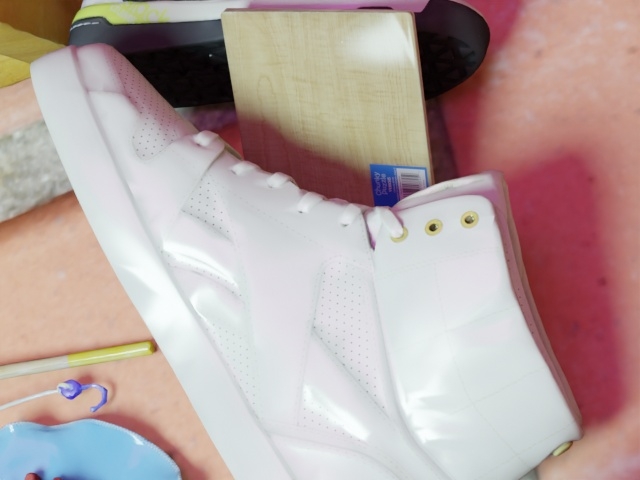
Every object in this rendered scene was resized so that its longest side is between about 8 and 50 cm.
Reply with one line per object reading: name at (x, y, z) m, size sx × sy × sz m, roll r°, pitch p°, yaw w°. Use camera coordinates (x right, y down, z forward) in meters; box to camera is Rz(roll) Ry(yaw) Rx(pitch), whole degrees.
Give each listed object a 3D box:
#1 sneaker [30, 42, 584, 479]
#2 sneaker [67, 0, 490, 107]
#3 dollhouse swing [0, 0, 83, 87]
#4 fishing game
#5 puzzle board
sneaker at (0.000, 0.000, 0.850) m, size 0.169 × 0.108 × 0.292 m, roll -34°, pitch 74°, yaw 4°
sneaker at (-0.026, -0.125, 0.940) m, size 0.235 × 0.084 × 0.097 m, roll 2°, pitch 66°, yaw 26°
dollhouse swing at (-0.348, -0.183, 0.988) m, size 0.347 × 0.305 × 0.315 m, roll -17°, pitch 61°, yaw 18°
fishing game at (-0.141, 0.161, 0.868) m, size 0.189 × 0.041 × 0.264 m, roll -7°, pitch 56°, yaw 19°
puzzle board at (0.007, -0.047, 0.880) m, size 0.096 × 0.128 × 0.011 m, roll 4°, pitch 27°, yaw 25°
